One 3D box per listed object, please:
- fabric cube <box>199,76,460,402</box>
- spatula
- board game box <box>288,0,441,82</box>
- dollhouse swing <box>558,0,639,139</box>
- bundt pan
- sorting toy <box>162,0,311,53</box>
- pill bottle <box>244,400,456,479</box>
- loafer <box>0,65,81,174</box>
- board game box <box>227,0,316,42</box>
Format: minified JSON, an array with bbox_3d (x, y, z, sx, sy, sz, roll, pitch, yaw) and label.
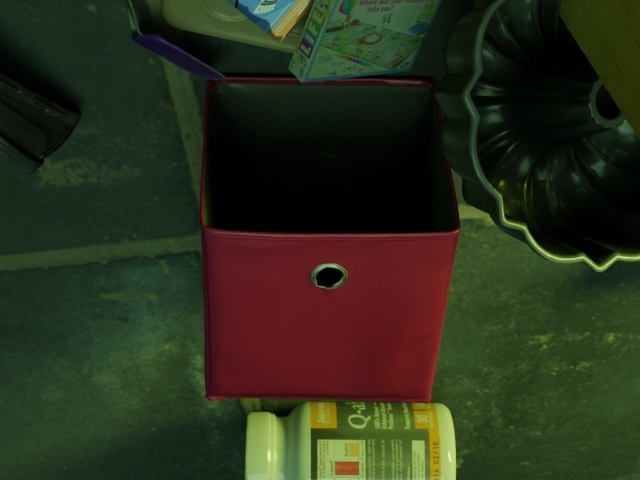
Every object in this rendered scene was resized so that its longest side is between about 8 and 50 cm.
[{"bbox_3d":[0.000,0.000,1.295,0.254,0.259,0.258,1,133,-3],"label":"fabric cube"},{"bbox_3d":[-0.213,-0.258,1.206,0.030,0.084,0.296,-50,117,-14],"label":"spatula"},{"bbox_3d":[0.049,-0.213,1.202,0.154,0.026,0.103,-12,139,-41],"label":"board game box"},{"bbox_3d":[0.449,-0.226,1.031,0.347,0.315,0.305,14,127,-27],"label":"dollhouse swing"},{"bbox_3d":[0.249,-0.141,1.188,0.331,0.124,0.331,-4,100,-26],"label":"bundt pan"},{"bbox_3d":[-0.043,-0.280,1.200,0.208,0.038,0.193,14,130,-7],"label":"sorting toy"},{"bbox_3d":[0.038,0.300,1.625,0.278,0.162,0.162,1,132,-2],"label":"pill bottle"},{"bbox_3d":[-0.373,-0.193,1.239,0.095,0.109,0.302,-38,130,6],"label":"loafer"},{"bbox_3d":[-0.003,-0.333,1.113,0.145,0.027,0.281,38,112,-18],"label":"board game box"}]
